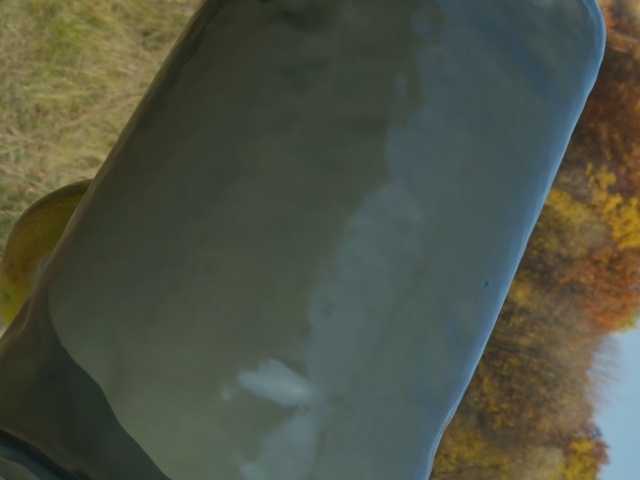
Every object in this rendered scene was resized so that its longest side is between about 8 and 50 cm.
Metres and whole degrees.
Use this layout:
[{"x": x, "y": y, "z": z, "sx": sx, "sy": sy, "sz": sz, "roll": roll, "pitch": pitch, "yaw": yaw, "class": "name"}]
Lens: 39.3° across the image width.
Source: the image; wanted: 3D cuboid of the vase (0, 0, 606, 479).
[{"x": 0.000, "y": 0.000, "z": 0.411, "sx": 0.291, "sy": 0.245, "sz": 0.245, "roll": -61, "pitch": 169, "yaw": -9, "class": "vase"}]

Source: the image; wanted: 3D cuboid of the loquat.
[{"x": -0.228, "y": 0.026, "z": 0.857, "sx": 0.195, "sy": 0.152, "sz": 0.152, "roll": -36, "pitch": -179, "yaw": 17, "class": "loquat"}]
